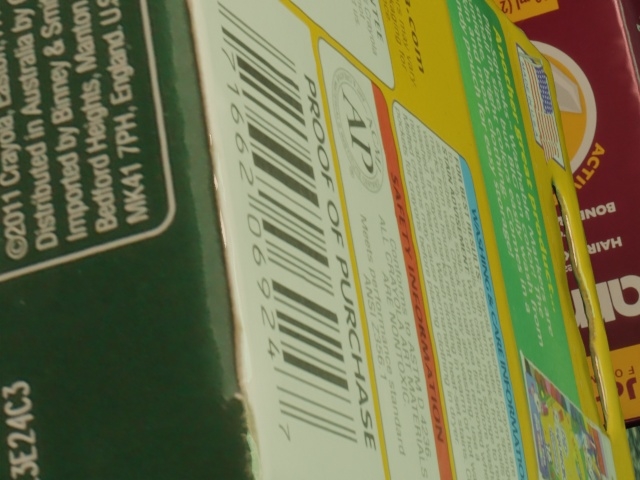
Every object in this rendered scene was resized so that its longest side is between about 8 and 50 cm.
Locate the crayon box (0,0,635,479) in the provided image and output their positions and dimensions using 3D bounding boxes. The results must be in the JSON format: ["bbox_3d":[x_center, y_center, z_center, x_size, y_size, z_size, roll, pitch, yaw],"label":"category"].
[{"bbox_3d":[0.000,0.000,0.518,0.323,0.083,0.203,31,46,-63],"label":"crayon box"}]

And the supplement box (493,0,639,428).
[{"bbox_3d":[0.099,-0.014,0.778,0.081,0.104,0.188,7,68,-69],"label":"supplement box"}]
